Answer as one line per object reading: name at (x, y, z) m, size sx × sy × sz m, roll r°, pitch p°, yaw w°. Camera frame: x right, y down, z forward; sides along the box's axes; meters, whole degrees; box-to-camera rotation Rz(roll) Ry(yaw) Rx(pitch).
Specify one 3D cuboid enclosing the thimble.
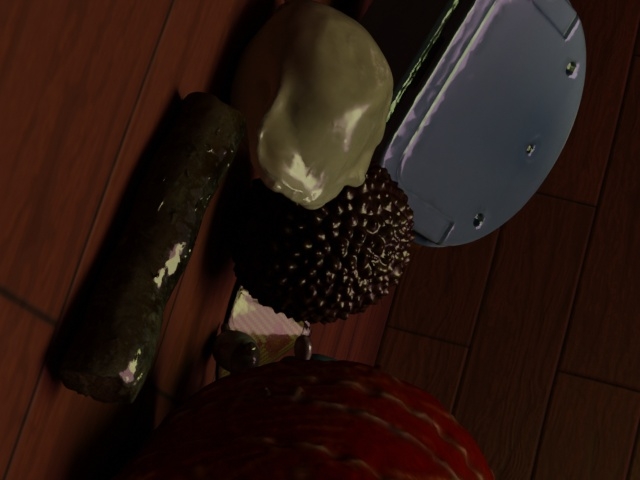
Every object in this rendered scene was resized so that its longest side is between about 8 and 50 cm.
thimble at (-0.028, 0.275, 0.933) m, size 0.230 × 0.350 × 0.350 m, roll -60°, pitch 162°, yaw -67°

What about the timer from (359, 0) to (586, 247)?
timer at (0.173, -0.175, 1.445) m, size 0.395 × 0.173 × 0.395 m, roll -24°, pitch 129°, yaw -34°

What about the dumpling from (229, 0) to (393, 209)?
dumpling at (-0.003, -0.125, 1.004) m, size 0.132 × 0.162 × 0.250 m, roll -33°, pitch -150°, yaw 38°

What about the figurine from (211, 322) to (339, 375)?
figurine at (-0.053, 0.175, 1.147) m, size 0.260 × 0.103 × 0.205 m, roll -45°, pitch -134°, yaw 48°

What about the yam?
yam at (-0.114, -0.004, 0.803) m, size 0.061 × 0.061 × 0.252 m, roll 90°, pitch 16°, yaw -57°

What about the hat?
hat at (-0.050, 0.095, 1.292) m, size 0.193 × 0.082 × 0.193 m, roll 15°, pitch 90°, yaw -82°

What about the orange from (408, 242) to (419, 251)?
orange at (0.121, -0.112, 1.697) m, size 0.249 × 0.183 × 0.249 m, roll -59°, pitch 174°, yaw -11°

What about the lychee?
lychee at (0.000, 0.000, 1.099) m, size 0.188 × 0.188 × 0.188 m, roll 14°, pitch 90°, yaw -81°
